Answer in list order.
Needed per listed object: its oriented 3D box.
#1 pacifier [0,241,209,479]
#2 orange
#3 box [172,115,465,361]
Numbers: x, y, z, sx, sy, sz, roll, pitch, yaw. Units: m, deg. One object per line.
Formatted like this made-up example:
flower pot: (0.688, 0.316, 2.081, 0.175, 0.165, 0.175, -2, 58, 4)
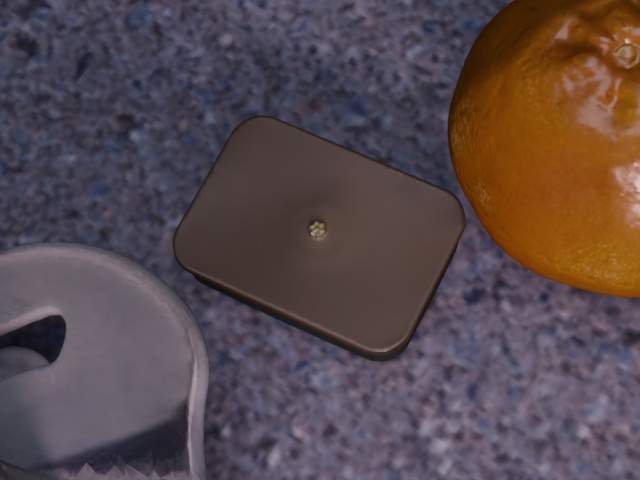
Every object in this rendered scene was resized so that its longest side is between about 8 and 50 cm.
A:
pacifier: (-0.146, 0.127, 0.641, 0.227, 0.207, 0.279, -24, 66, 15)
orange: (0.137, -0.055, 0.722, 0.159, 0.136, 0.159, -3, 66, 7)
box: (0.000, 0.000, 0.768, 0.126, 0.031, 0.091, 22, 72, 14)
